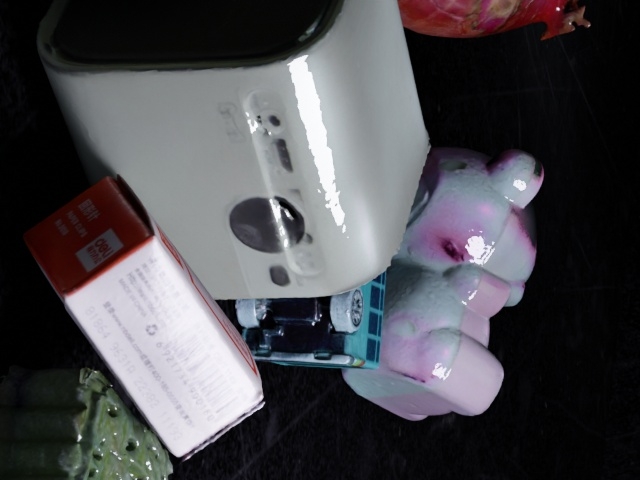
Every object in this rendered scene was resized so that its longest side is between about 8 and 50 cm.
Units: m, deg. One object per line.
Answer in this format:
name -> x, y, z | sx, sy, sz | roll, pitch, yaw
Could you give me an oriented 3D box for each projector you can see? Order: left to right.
projector -> -0.063, -0.121, 1.600 | 0.248, 0.249, 0.249 | -71, 154, -45

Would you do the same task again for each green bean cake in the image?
green bean cake -> -0.190, 0.205, 1.483 | 0.173, 0.094, 0.181 | 63, 32, -48

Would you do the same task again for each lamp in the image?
lamp -> 0.114, 0.030, 2.196 | 0.247, 0.247, 0.301 | 28, 69, -22

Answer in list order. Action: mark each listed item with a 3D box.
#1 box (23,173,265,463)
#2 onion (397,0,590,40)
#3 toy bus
box -> -0.132, 0.057, 1.507 | 0.182, 0.099, 0.133 | 58, -5, -29
onion -> 0.184, -0.382, 2.162 | 0.354, 0.354, 0.353 | -1, 90, -70
toy bus -> 0.000, 0.000, 1.955 | 0.147, 0.128, 0.256 | 27, 67, -69
